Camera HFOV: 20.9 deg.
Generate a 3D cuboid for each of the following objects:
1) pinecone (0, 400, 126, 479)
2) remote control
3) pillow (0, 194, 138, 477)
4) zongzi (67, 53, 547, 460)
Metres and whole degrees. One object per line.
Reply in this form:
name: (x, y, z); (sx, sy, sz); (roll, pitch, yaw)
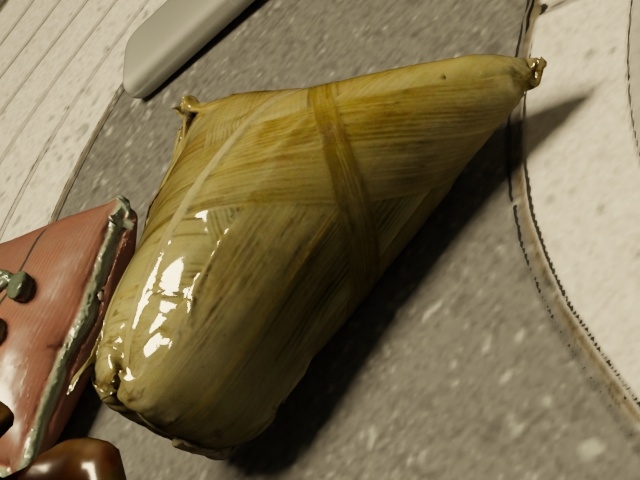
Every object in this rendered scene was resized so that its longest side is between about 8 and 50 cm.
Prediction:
pinecone: (-0.246, 0.199, 0.640); (0.398, 0.398, 0.398); (-35, 33, 26)
remote control: (-0.030, -0.181, 1.090); (0.261, 0.029, 0.067); (-39, 31, 25)
pillow: (-0.187, 0.059, 0.978); (0.179, 0.075, 0.171); (-15, 45, 48)
zongzi: (0.000, 0.000, 0.772); (0.197, 0.099, 0.194); (-12, 47, 39)
